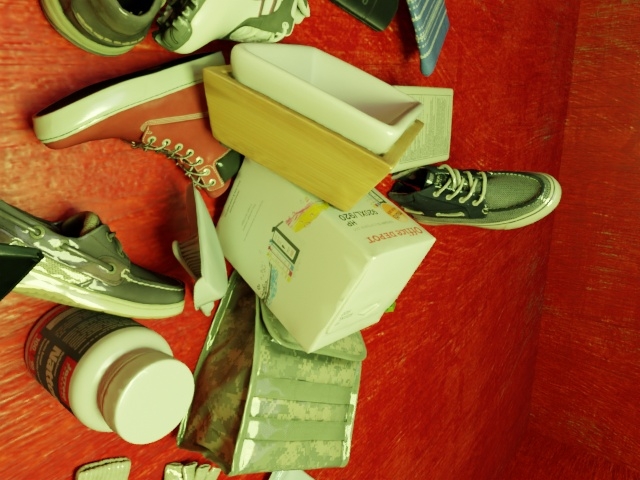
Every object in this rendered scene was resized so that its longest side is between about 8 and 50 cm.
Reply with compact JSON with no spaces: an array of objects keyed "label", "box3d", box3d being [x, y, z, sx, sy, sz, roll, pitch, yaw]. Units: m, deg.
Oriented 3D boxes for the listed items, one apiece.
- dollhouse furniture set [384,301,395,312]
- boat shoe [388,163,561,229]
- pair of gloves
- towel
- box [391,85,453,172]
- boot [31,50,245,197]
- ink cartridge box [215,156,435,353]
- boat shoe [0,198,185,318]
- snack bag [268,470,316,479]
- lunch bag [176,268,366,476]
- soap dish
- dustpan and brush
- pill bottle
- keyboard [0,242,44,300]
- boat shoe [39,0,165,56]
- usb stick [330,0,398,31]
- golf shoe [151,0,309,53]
[{"label":"dollhouse furniture set","box3d":[0.143,0.117,1.050,0.151,0.059,0.076,-50,130,-58]},{"label":"boat shoe","box3d":[0.304,-0.101,0.951,0.158,0.341,0.127,25,69,-41]},{"label":"pair of gloves","box3d":[-0.258,0.406,0.614,0.240,0.042,0.204,33,74,-49]},{"label":"towel","box3d":[0.187,-0.523,0.874,0.336,0.040,0.243,62,38,-38]},{"label":"box","box3d":[0.150,-0.223,0.880,0.232,0.127,0.148,-19,115,-47]},{"label":"boot","box3d":[-0.185,-0.109,0.530,0.244,0.089,0.176,-40,130,-42]},{"label":"ink cartridge box","box3d":[0.000,0.000,0.630,0.171,0.233,0.168,-12,138,-50]},{"label":"boat shoe","box3d":[-0.254,0.013,0.464,0.285,0.103,0.092,26,84,-45]},{"label":"snack bag","box3d":[-0.091,0.628,0.888,0.323,0.037,0.342,-56,138,-26]},{"label":"lunch bag","box3d":[-0.055,0.194,0.707,0.235,0.169,0.286,25,69,-43]},{"label":"soap dish","box3d":[0.009,-0.162,0.596,0.118,0.229,0.291,-64,174,29]},{"label":"dustpan and brush","box3d":[-0.155,0.045,0.586,0.211,0.060,0.147,79,-5,-55]},{"label":"pill bottle","box3d":[-0.221,0.134,0.472,0.108,0.180,0.107,-17,112,-48]},{"label":"keyboard","box3d":[-0.314,0.038,0.358,0.100,0.192,0.038,9,54,-56]},{"label":"boat shoe","box3d":[-0.182,-0.363,0.423,0.132,0.130,0.355,-10,108,-50]},{"label":"usb stick","box3d":[0.045,-0.431,0.753,0.278,0.045,0.077,-2,124,-51]},{"label":"golf shoe","box3d":[-0.087,-0.283,0.541,0.120,0.105,0.272,54,47,-29]}]
